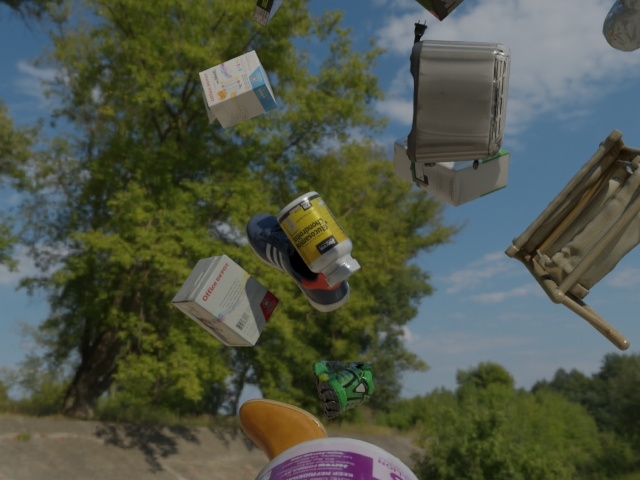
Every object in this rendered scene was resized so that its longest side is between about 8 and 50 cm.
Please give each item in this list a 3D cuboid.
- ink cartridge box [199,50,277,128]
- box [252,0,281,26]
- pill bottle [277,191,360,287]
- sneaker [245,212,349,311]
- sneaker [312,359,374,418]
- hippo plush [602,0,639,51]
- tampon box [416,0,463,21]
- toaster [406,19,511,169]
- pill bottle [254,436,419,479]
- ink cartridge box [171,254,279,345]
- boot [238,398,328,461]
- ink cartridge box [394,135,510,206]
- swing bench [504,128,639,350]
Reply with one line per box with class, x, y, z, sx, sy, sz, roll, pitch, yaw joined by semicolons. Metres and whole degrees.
ink cartridge box;-0.177;-0.305;1.344;0.143;0.092;0.090;-21;-23;4
box;-0.087;-0.631;1.546;0.045;0.184;0.191;32;-28;-3
pill bottle;0.000;0.000;1.332;0.103;0.184;0.103;-34;-7;-5
sneaker;-0.061;0.010;1.527;0.131;0.350;0.148;-36;-37;-22
sneaker;0.064;0.372;1.673;0.146;0.134;0.343;-15;-1;-5
hippo plush;0.620;-0.390;1.122;0.236;0.234;0.294;19;-38;9
tampon box;0.218;-0.541;1.290;0.101;0.120;0.161;-42;-30;7
toaster;0.216;-0.225;1.020;0.146;0.227;0.129;5;16;15
pill bottle;0.003;0.262;0.412;0.169;0.169;0.301;-3;8;5
ink cartridge box;-0.212;0.135;1.454;0.176;0.128;0.127;44;-29;-25
boot;-0.047;0.373;0.986;0.295;0.211;0.104;24;-55;18
ink cartridge box;0.294;-0.176;1.496;0.160;0.093;0.219;-21;34;-24
swing bench;0.435;-0.019;0.997;0.165;0.253;0.255;34;14;-18
